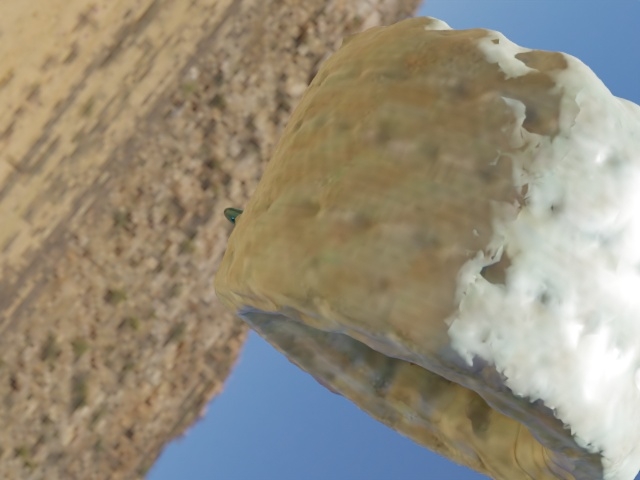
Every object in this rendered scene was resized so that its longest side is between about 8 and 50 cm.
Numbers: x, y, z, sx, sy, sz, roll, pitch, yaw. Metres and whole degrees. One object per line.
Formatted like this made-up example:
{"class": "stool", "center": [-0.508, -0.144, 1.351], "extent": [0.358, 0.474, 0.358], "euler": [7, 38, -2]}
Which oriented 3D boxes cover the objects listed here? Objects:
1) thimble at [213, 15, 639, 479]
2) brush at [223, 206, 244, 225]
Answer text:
{"class": "thimble", "center": [0.085, 0.015, 0.827], "extent": [0.195, 0.291, 0.291], "euler": [-61, -167, -17]}
{"class": "brush", "center": [0.000, 0.000, 1.235], "extent": [0.032, 0.193, 0.043], "euler": [-57, 156, -25]}
